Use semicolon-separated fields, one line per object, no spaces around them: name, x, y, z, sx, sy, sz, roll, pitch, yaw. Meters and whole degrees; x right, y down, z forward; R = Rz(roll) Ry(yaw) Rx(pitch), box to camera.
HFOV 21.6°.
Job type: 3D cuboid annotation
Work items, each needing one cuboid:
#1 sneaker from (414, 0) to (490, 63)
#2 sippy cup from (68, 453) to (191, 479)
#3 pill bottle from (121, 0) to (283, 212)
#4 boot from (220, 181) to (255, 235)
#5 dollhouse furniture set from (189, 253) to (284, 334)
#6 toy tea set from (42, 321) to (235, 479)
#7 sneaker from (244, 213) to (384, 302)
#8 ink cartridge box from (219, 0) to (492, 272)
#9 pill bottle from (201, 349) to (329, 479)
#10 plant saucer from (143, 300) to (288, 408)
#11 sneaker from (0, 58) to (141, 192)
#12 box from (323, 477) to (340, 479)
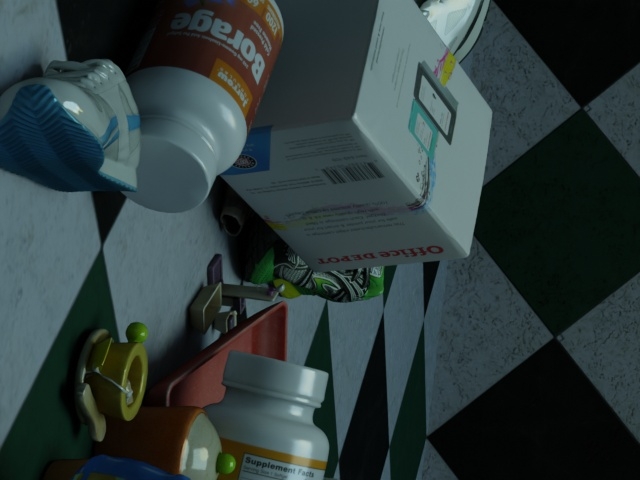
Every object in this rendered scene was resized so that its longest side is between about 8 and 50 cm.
sneaker;0.091;-0.244;2.124;0.257;0.169;0.448;-33;144;-73
sippy cup;-0.141;0.287;1.225;0.305;0.240;0.224;59;48;-59
pill bottle;-0.113;-0.132;1.480;0.121;0.121;0.216;83;17;-47
boot;-0.089;-0.063;1.822;0.118;0.042;0.087;75;26;-58
dollhouse furniture set;-0.087;0.082;1.804;0.114;0.081;0.091;-61;154;-61
toy tea set;-0.162;0.247;1.441;0.200;0.124;0.336;77;23;-58
sneaker;0.000;0.000;2.015;0.343;0.146;0.134;32;66;-75
ink cartridge box;0.029;-0.119;1.765;0.270;0.198;0.197;47;46;-46
pill bottle;-0.069;0.236;1.627;0.136;0.136;0.246;38;64;-76
plant saucer;-0.113;0.217;1.749;0.258;0.047;0.259;-35;130;-58
sneaker;-0.190;-0.095;1.259;0.229;0.087;0.092;61;30;-81
box;-0.034;0.404;2.133;0.182;0.119;0.181;71;29;-63
